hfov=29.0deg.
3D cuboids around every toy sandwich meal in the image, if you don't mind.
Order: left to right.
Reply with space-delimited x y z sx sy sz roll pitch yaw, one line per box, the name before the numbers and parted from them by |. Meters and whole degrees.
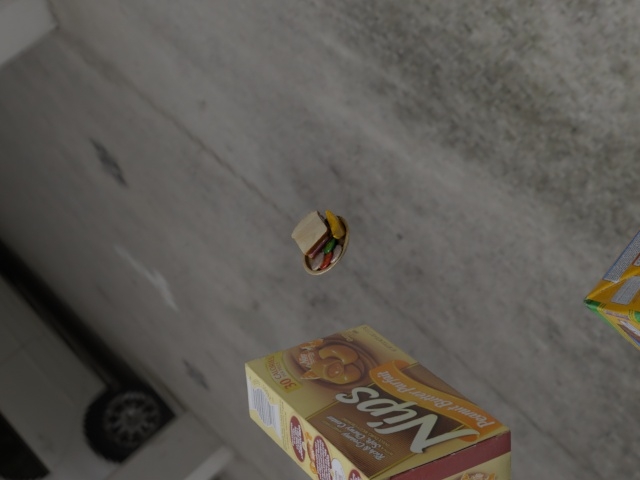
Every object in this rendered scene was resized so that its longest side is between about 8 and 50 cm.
toy sandwich meal | 0.000 0.000 1.457 0.029 0.086 0.085 31 172 -35

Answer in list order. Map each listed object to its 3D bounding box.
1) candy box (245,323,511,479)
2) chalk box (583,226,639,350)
candy box | 0.060 0.217 1.472 0.316 0.182 0.088 35 135 54
chalk box | 0.453 0.090 1.258 0.289 0.180 0.179 39 177 -10
